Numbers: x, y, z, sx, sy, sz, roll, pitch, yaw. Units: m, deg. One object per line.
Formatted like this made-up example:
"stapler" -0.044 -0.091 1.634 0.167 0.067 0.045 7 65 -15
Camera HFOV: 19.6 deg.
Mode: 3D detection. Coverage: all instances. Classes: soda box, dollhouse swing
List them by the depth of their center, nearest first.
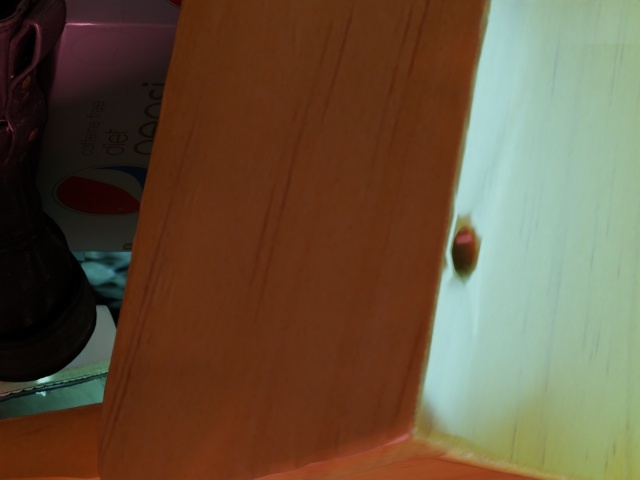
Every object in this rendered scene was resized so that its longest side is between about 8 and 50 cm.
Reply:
"dollhouse swing" 0.000 0.000 0.765 0.305 0.315 0.347 5 172 32
"soda box" -0.085 -0.066 0.784 0.074 0.069 0.216 0 156 -14

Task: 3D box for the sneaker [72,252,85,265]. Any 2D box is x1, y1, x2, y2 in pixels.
"sneaker" -0.197 0.016 0.963 0.152 0.058 0.084 -18 147 10

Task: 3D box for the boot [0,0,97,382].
"boot" -0.204 -0.057 0.749 0.263 0.091 0.229 13 143 15

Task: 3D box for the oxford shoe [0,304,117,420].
"oxford shoe" -0.112 0.118 1.048 0.140 0.146 0.397 -18 172 25
